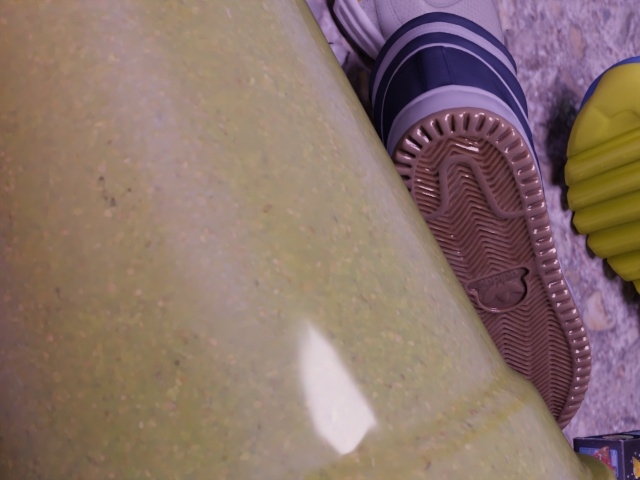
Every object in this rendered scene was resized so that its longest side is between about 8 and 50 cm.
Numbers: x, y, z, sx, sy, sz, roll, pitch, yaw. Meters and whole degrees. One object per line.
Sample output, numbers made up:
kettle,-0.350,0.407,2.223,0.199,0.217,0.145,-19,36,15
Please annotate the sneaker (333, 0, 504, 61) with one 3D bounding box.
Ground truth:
sneaker,0.049,-0.204,0.615,0.262,0.121,0.099,53,56,-23

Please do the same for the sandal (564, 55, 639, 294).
sandal,0.290,-0.016,0.809,0.317,0.126,0.138,56,50,-31

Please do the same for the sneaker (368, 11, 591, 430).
sneaker,0.096,-0.004,0.646,0.153,0.099,0.282,-95,170,-49

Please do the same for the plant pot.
plant pot,-0.055,0.030,0.434,0.276,0.276,0.254,-18,85,-40

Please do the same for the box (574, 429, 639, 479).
box,0.262,0.261,0.793,0.159,0.044,0.233,3,83,-40
